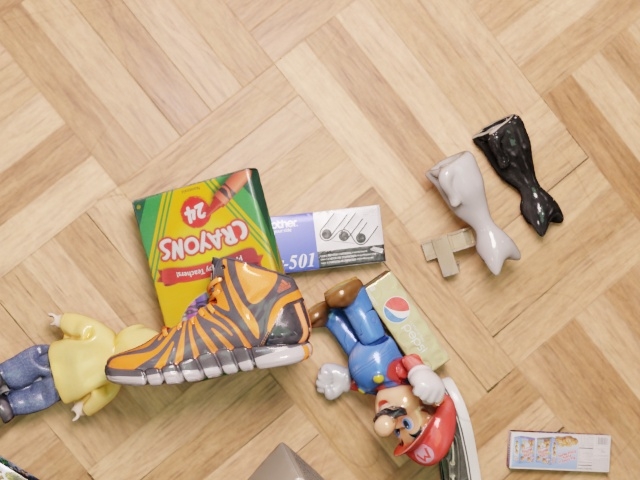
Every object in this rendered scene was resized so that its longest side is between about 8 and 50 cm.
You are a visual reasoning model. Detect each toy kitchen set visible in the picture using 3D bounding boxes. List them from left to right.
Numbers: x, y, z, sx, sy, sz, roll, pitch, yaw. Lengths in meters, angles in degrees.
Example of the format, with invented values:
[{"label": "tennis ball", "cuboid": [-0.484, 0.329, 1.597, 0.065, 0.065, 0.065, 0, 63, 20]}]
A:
[{"label": "toy kitchen set", "cuboid": [0.231, 0.020, 1.824, 0.083, 0.075, 0.068, -19, 87, 32]}]

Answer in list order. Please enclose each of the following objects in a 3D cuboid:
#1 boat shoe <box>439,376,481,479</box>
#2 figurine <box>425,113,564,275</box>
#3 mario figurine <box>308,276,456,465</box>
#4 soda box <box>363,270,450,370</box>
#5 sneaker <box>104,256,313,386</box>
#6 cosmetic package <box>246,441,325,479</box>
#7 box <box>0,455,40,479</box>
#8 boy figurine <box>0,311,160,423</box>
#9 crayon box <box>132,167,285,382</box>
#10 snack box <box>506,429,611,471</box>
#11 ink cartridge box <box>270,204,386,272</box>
[{"label": "boat shoe", "cuboid": [0.217, 0.340, 1.791, 0.070, 0.078, 0.219, -13, 92, -8]}, {"label": "figurine", "cuboid": [0.299, -0.071, 1.779, 0.215, 0.092, 0.209, -37, 100, -32]}, {"label": "mario figurine", "cuboid": [0.087, 0.223, 1.704, 0.170, 0.198, 0.320, -35, 79, -4]}, {"label": "soda box", "cuboid": [0.140, 0.140, 1.796, 0.061, 0.058, 0.181, -34, 92, -7]}, {"label": "sneaker", "cuboid": [-0.179, 0.119, 1.637, 0.321, 0.124, 0.180, -10, 89, -1]}, {"label": "cosmetic package", "cuboid": [-0.037, 0.428, 1.648, 0.153, 0.296, 0.129, 43, 85, -3]}, {"label": "box", "cuboid": [-0.563, 0.410, 1.707, 0.233, 0.044, 0.159, 33, 85, -5]}, {"label": "boy figurine", "cuboid": [-0.383, 0.192, 1.712, 0.285, 0.092, 0.177, -19, 91, -8]}, {"label": "crayon box", "cuboid": [-0.160, 0.061, 1.722, 0.202, 0.081, 0.318, -16, 91, 10]}, {"label": "snack box", "cuboid": [0.410, 0.363, 1.842, 0.178, 0.022, 0.064, 4, 89, -7]}, {"label": "ink cartridge box", "cuboid": [0.000, 0.000, 1.787, 0.207, 0.046, 0.097, -7, 89, -7]}]
